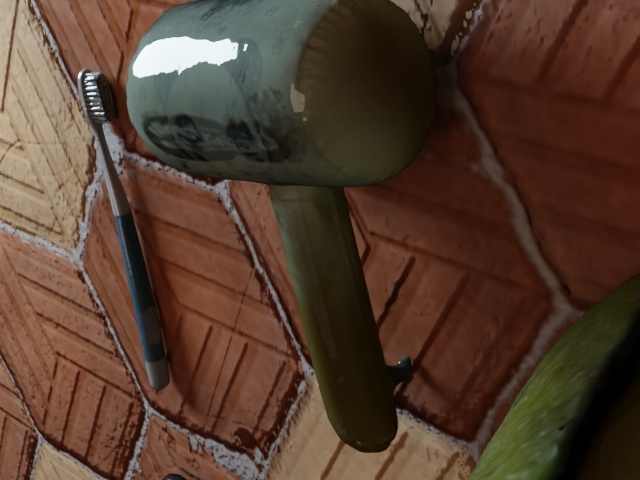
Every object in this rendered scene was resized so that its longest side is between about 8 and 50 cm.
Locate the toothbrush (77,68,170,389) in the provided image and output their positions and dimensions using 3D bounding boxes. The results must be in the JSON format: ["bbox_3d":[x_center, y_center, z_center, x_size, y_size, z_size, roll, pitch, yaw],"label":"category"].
[{"bbox_3d":[-0.152,-0.003,1.001,0.025,0.019,0.276,7,117,39],"label":"toothbrush"}]

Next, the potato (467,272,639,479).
[{"bbox_3d":[0.130,0.231,0.594,0.330,0.280,0.213,57,140,6],"label":"potato"}]

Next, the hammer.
[{"bbox_3d":[0.000,0.000,0.759,0.202,0.113,0.306,11,124,50],"label":"hammer"}]

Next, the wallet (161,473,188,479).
[{"bbox_3d":[-0.052,0.300,1.042,0.229,0.049,0.182,17,126,46],"label":"wallet"}]
